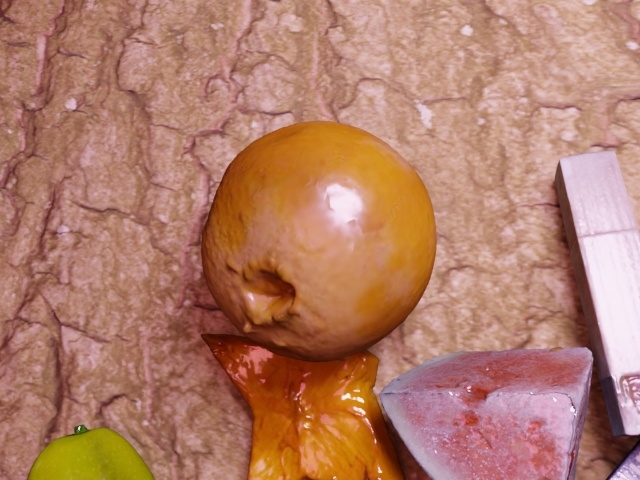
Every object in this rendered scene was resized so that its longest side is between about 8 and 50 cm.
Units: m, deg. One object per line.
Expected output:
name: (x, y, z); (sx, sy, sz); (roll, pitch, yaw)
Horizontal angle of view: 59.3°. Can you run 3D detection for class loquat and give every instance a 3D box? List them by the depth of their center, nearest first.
loquat: (0.000, 0.000, 0.763); (0.329, 0.328, 0.328); (-3, 77, 14)

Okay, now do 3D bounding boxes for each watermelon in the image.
watermelon: (0.228, 0.212, 0.693); (0.262, 0.213, 0.201); (39, 120, 22)

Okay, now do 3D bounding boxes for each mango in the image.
mango: (-0.311, 0.444, 0.829); (0.192, 0.156, 0.343); (-38, 73, 5)

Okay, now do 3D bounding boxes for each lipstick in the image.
lipstick: (0.387, 0.061, 0.741); (0.080, 0.076, 0.371); (-8, 67, 14)

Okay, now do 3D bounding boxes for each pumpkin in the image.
pumpkin: (-0.029, 0.248, 0.831); (0.259, 0.095, 0.289); (-19, 70, 15)

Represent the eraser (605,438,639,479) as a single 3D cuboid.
eraser: (0.402, 0.311, 0.685); (0.213, 0.046, 0.092); (-37, 57, -18)
